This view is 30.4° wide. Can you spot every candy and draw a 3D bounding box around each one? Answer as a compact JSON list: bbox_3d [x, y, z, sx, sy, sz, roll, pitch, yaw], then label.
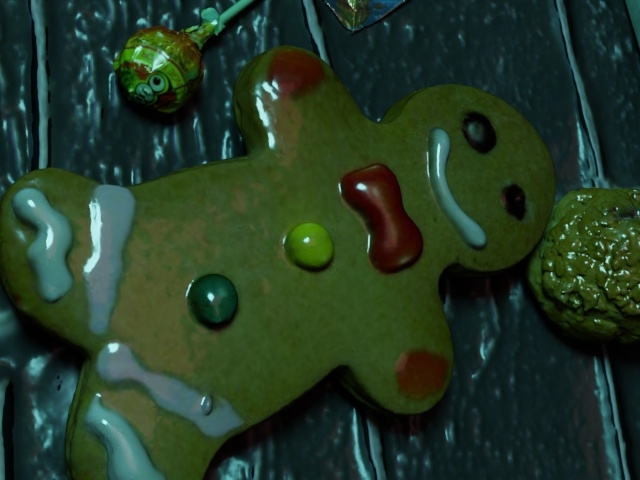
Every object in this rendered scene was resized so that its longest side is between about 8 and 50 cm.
[{"bbox_3d":[-0.075,-0.161,0.875,0.060,0.060,0.201,47,52,-5],"label":"candy"}]

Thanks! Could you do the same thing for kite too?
[{"bbox_3d":[0.031,-0.241,0.966,0.183,0.010,0.160,11,73,-18],"label":"kite"}]

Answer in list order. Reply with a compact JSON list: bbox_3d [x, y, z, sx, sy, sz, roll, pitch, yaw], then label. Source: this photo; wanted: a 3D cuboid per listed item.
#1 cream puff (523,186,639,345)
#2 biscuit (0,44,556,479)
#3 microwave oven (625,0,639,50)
[{"bbox_3d":[0.236,0.016,0.926,0.144,0.103,0.126,11,68,-24],"label":"cream puff"},{"bbox_3d":[0.001,0.000,0.816,0.432,0.064,0.283,-22,90,-26],"label":"biscuit"},{"bbox_3d":[0.416,-0.146,0.991,0.181,0.237,0.295,-1,70,-27],"label":"microwave oven"}]
